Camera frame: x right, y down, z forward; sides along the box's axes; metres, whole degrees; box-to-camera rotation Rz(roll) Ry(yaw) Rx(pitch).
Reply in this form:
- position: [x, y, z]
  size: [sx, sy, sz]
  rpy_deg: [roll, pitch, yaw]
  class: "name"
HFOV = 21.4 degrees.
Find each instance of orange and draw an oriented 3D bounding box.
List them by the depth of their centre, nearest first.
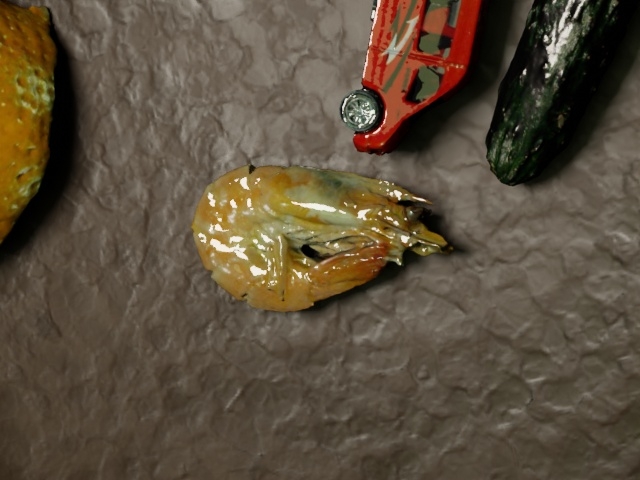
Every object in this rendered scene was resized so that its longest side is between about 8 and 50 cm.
- position: [-0.379, -0.117, 1.399]
  size: [0.334, 0.196, 0.262]
  rpy_deg: [44, 120, 4]
  class: "orange"

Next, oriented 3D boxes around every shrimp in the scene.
- position: [0.001, 0.000, 1.324]
  size: [0.217, 0.051, 0.115]
  rpy_deg: [4, 102, 19]
  class: "shrimp"

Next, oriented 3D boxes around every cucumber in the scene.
- position: [0.195, -0.177, 1.227]
  size: [0.072, 0.081, 0.303]
  rpy_deg: [19, 101, -12]
  class: "cucumber"

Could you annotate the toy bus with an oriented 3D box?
- position: [0.075, -0.156, 1.271]
  size: [0.089, 0.081, 0.195]
  rpy_deg: [13, 97, 9]
  class: "toy bus"
